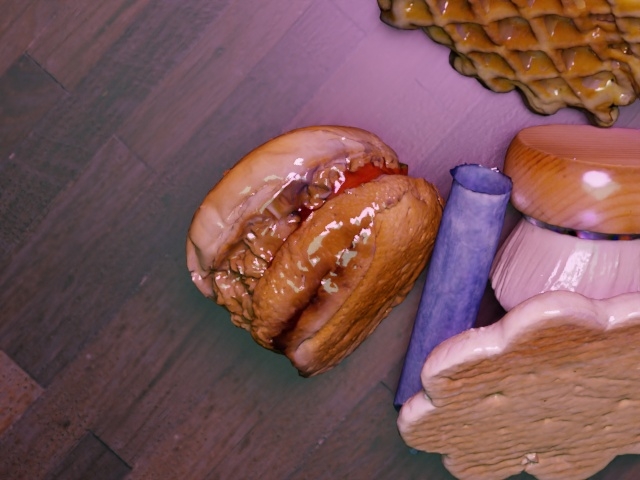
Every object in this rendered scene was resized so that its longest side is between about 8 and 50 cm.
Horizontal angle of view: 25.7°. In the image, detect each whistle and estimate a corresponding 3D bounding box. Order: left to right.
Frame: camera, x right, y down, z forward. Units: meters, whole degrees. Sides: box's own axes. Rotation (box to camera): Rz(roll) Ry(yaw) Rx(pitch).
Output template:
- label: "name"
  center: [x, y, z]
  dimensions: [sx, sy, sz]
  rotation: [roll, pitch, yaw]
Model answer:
- label: "whistle"
  center: [0.121, 0.072, 1.353]
  dimensions: [0.062, 0.062, 0.304]
  rotation: [13, 120, 2]

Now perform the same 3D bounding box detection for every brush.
- label: "brush"
  center: [0.299, -0.015, 1.343]
  dimensions: [0.266, 0.174, 0.166]
  rotation: [-1, 108, -10]

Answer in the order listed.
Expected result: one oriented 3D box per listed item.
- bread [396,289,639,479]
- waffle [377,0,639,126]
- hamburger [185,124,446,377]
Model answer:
- label: "bread"
  center: [0.226, 0.142, 1.326]
  dimensions: [0.316, 0.316, 0.054]
  rotation: [-12, 53, 5]
- label: "waffle"
  center: [0.194, -0.215, 1.258]
  dimensions: [0.297, 0.317, 0.073]
  rotation: [27, 69, -2]
- label: "hamburger"
  center: [0.000, 0.000, 1.332]
  dimensions: [0.163, 0.244, 0.244]
  rotation: [39, 98, 21]
